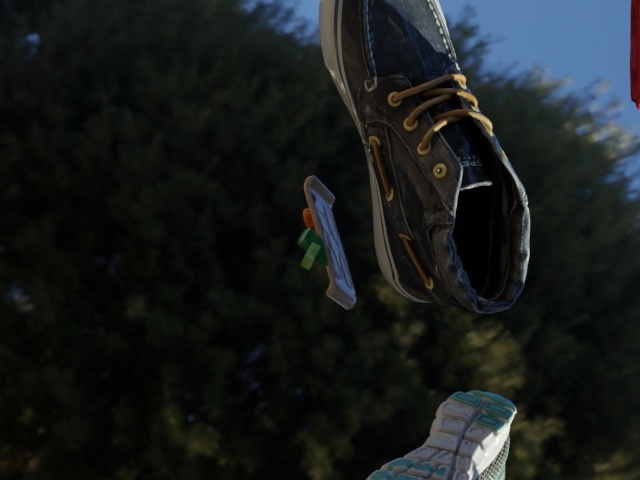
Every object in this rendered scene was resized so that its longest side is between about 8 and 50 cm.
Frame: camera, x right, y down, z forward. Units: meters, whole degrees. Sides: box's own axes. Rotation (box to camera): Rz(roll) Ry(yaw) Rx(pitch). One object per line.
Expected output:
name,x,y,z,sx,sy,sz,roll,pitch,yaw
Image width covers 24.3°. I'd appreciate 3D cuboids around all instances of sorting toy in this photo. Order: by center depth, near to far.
sorting toy,0.000,0.000,0.744,0.083,0.012,0.062,40,37,-74

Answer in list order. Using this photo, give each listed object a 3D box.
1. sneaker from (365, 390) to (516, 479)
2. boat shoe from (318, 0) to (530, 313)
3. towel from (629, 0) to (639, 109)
sneaker,0.080,0.169,0.970,0.065,0.166,0.076,15,-55,35
boat shoe,0.055,-0.055,0.702,0.083,0.065,0.183,13,-61,65
towel,0.342,-0.208,1.071,0.031,0.275,0.199,-140,-141,-60
